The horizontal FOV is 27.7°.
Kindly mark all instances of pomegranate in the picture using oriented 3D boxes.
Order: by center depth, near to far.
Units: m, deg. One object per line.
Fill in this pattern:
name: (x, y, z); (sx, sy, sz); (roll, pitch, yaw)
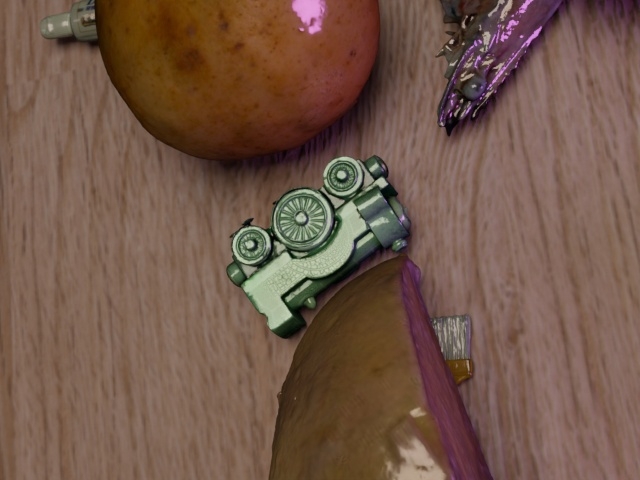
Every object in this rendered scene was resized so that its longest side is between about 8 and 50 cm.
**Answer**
pomegranate: (-0.075, -0.197, 1.175); (0.260, 0.260, 0.260); (-5, 71, 16)

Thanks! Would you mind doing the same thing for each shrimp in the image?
shrimp: (0.153, -0.249, 1.216); (0.164, 0.062, 0.317); (19, 75, 27)

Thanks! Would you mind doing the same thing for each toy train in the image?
toy train: (0.000, 0.000, 1.179); (0.178, 0.071, 0.104); (-37, 74, 5)

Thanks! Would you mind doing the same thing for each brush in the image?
brush: (0.093, 0.166, 1.127); (0.083, 0.011, 0.205); (-5, 72, 17)

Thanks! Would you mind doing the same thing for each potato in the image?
potato: (0.011, 0.145, 1.053); (0.211, 0.189, 0.264); (-23, 68, 15)

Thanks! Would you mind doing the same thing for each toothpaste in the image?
toothpaste: (-0.166, -0.237, 1.326); (0.255, 0.037, 0.067); (-9, 65, 12)
